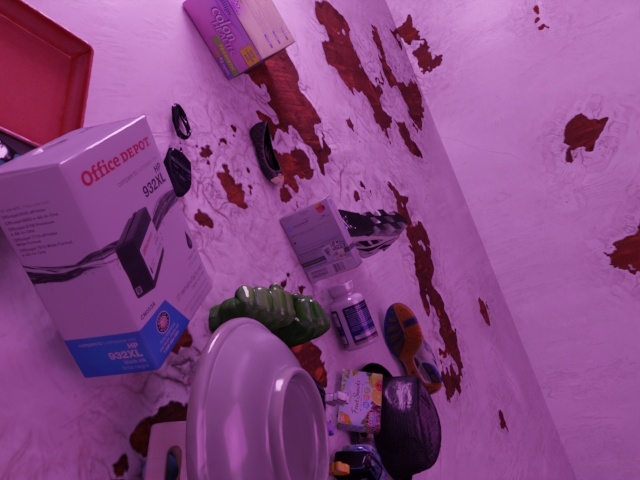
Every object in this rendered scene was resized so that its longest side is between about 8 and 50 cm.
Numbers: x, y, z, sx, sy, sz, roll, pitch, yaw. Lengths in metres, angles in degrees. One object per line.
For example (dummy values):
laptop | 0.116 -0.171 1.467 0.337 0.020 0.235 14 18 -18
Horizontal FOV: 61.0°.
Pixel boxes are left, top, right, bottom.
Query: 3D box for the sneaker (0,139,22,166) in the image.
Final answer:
sneaker | -0.472 -0.040 0.662 0.121 0.108 0.302 57 23 -17

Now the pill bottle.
pill bottle | 0.081 0.193 1.412 0.094 0.094 0.169 -19 88 -60

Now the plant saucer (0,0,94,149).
plant saucer | -0.488 -0.268 0.834 0.259 0.048 0.258 28 49 -48

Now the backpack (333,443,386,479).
backpack | 0.093 0.515 1.214 0.114 0.105 0.084 61 31 -23

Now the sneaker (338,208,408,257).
sneaker | 0.095 -0.004 1.548 0.331 0.146 0.122 0 41 -34

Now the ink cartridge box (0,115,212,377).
ink cartridge box | -0.296 0.003 0.783 0.223 0.129 0.307 -68 146 -60

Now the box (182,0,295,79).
box | -0.204 -0.566 1.421 0.213 0.117 0.243 58 30 -17

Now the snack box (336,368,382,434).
snack box | 0.095 0.387 1.308 0.037 0.100 0.141 93 4 -48

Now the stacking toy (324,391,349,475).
stacking toy | -0.013 0.378 1.124 0.221 0.052 0.166 39 41 -41

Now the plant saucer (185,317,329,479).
plant saucer | -0.065 0.315 0.859 0.400 0.101 0.400 -12 90 -73

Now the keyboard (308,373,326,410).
keyboard | -0.049 0.420 1.120 0.201 0.033 0.317 41 39 -38

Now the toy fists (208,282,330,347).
toy fists | -0.088 0.155 1.114 0.279 0.142 0.096 28 49 -50

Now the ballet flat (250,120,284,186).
ballet flat | -0.131 -0.220 1.381 0.057 0.049 0.173 -21 90 -59

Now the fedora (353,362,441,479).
fedora | 0.213 0.469 1.391 0.334 0.153 0.333 37 42 -43

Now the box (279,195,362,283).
box | 0.000 0.000 1.356 0.186 0.145 0.038 63 28 -8

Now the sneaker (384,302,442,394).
sneaker | 0.277 0.324 1.666 0.131 0.112 0.296 -40 108 -77

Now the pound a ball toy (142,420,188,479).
pound a ball toy | -0.194 0.452 0.796 0.208 0.136 0.318 70 16 -57

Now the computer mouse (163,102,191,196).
computer mouse | -0.298 -0.186 1.109 0.071 0.041 0.241 45 29 -49
